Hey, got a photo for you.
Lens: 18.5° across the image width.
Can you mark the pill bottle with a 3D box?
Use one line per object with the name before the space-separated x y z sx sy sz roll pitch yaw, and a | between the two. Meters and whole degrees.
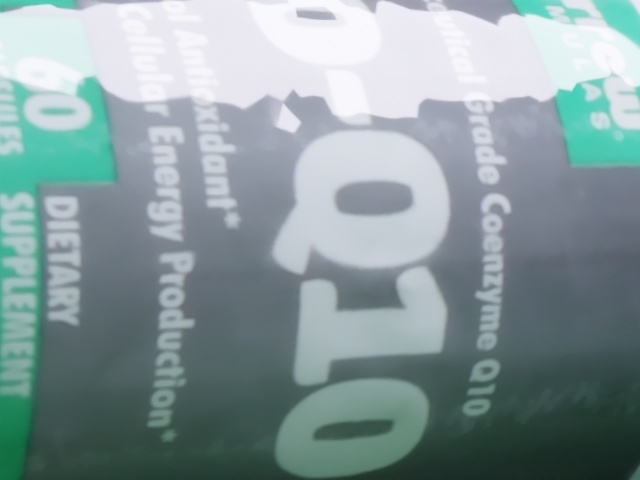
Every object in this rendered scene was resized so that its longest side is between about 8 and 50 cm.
pill bottle | 0.000 0.000 0.617 0.361 0.204 0.204 -3 61 -32
